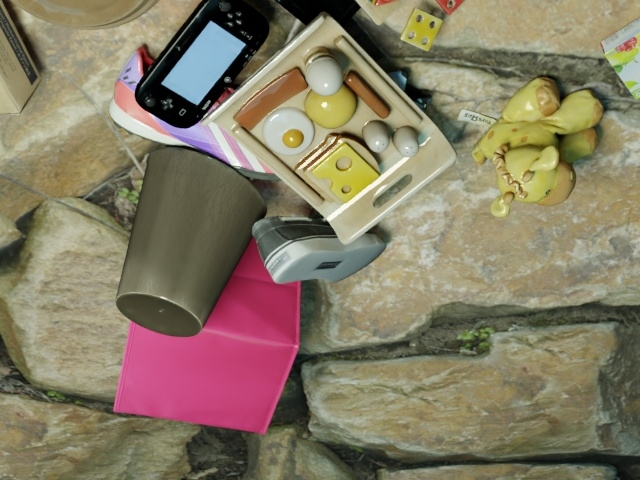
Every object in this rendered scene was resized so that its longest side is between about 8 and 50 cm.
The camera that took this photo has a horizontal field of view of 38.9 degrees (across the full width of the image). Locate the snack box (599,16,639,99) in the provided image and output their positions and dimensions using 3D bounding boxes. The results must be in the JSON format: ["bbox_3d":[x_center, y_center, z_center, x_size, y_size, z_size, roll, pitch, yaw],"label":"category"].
[{"bbox_3d":[0.479,-0.274,1.267,0.141,0.037,0.100,-31,126,27],"label":"snack box"}]

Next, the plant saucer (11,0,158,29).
[{"bbox_3d":[-0.326,-0.392,1.182,0.278,0.041,0.277,0,133,0],"label":"plant saucer"}]

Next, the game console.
[{"bbox_3d":[-0.097,-0.291,1.207,0.213,0.044,0.361,33,110,-29],"label":"game console"}]

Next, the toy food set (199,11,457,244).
[{"bbox_3d":[0.018,-0.143,1.260,0.220,0.092,0.306,-39,123,17],"label":"toy food set"}]

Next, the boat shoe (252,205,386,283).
[{"bbox_3d":[-0.003,0.003,1.441,0.113,0.105,0.306,-44,159,29],"label":"boat shoe"}]

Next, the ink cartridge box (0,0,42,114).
[{"bbox_3d":[-0.535,-0.266,1.248,0.235,0.088,0.193,-2,134,17],"label":"ink cartridge box"}]

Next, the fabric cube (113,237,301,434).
[{"bbox_3d":[-0.185,0.135,1.514,0.258,0.259,0.254,10,132,-10],"label":"fabric cube"}]

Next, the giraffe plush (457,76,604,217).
[{"bbox_3d":[0.311,-0.121,1.321,0.210,0.170,0.181,1,133,1],"label":"giraffe plush"}]

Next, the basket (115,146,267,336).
[{"bbox_3d":[-0.197,0.013,1.317,0.204,0.226,0.154,34,146,-29],"label":"basket"}]

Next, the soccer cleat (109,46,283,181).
[{"bbox_3d":[-0.145,-0.180,1.330,0.318,0.108,0.116,18,126,-11],"label":"soccer cleat"}]

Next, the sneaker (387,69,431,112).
[{"bbox_3d":[0.138,-0.185,1.343,0.073,0.063,0.162,-25,127,19],"label":"sneaker"}]

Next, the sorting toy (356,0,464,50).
[{"bbox_3d":[0.093,-0.358,1.163,0.132,0.046,0.274,-43,122,6],"label":"sorting toy"}]
